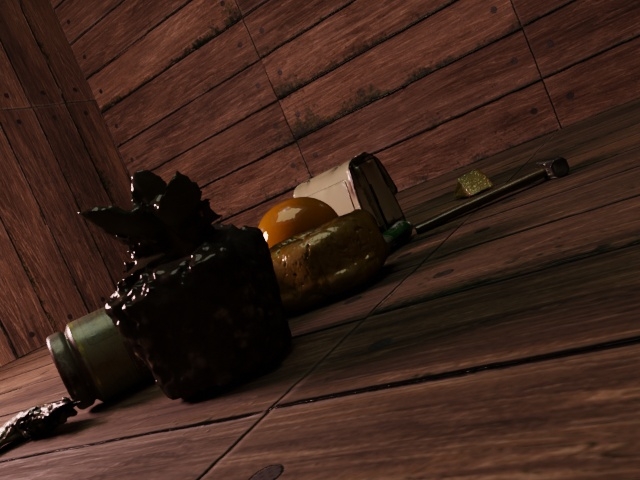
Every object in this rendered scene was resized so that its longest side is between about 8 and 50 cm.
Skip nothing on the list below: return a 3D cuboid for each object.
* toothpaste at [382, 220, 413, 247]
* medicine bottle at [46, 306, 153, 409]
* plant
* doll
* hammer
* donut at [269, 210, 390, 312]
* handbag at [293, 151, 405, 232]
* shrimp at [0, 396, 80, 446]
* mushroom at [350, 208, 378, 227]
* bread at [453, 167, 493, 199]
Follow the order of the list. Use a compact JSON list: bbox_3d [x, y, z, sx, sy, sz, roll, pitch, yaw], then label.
[{"bbox_3d":[0.146,0.006,1.321,0.078,0.046,0.248,-22,6,40],"label":"toothpaste"},{"bbox_3d":[-0.302,0.163,1.061,0.322,0.151,0.151,-26,5,-22],"label":"medicine bottle"},{"bbox_3d":[-0.185,0.048,0.837,0.215,0.312,0.213,-26,0,15],"label":"plant"},{"bbox_3d":[-0.039,0.007,1.356,0.213,0.213,0.236,-24,19,-5],"label":"doll"},{"bbox_3d":[0.388,-0.102,1.378,0.365,0.043,0.111,-24,5,5],"label":"hammer"},{"bbox_3d":[-0.002,0.042,1.114,0.261,0.128,0.208,-24,5,19],"label":"donut"},{"bbox_3d":[0.074,-0.111,1.798,0.160,0.236,0.358,-28,6,-28],"label":"handbag"},{"bbox_3d":[-0.493,0.320,0.922,0.262,0.051,0.198,-24,11,34],"label":"shrimp"},{"bbox_3d":[0.000,0.000,1.630,0.350,0.128,0.128,-17,8,33],"label":"mushroom"},{"bbox_3d":[0.433,-0.138,1.700,0.084,0.080,0.109,-24,-30,-12],"label":"bread"}]
